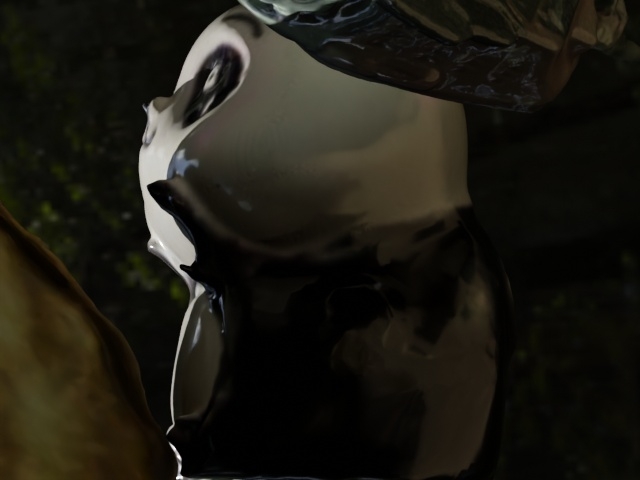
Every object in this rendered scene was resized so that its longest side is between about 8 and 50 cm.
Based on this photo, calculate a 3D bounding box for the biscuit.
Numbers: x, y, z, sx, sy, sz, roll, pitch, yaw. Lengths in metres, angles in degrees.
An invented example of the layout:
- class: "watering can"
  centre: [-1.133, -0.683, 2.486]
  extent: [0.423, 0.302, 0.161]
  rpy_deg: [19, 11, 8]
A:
- class: "biscuit"
  centre: [-0.242, 0.124, 1.094]
  extent: [0.335, 0.078, 0.329]
  rpy_deg: [-22, -102, -41]

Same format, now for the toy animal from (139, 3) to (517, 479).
- class: "toy animal"
  centre: [0.000, 0.000, 1.208]
  extent: [0.251, 0.251, 0.309]
  rpy_deg: [12, -104, -59]

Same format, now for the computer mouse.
- class: "computer mouse"
  centre: [0.037, -0.164, 1.006]
  extent: [0.389, 0.115, 0.199]
  rpy_deg: [24, -122, -45]
